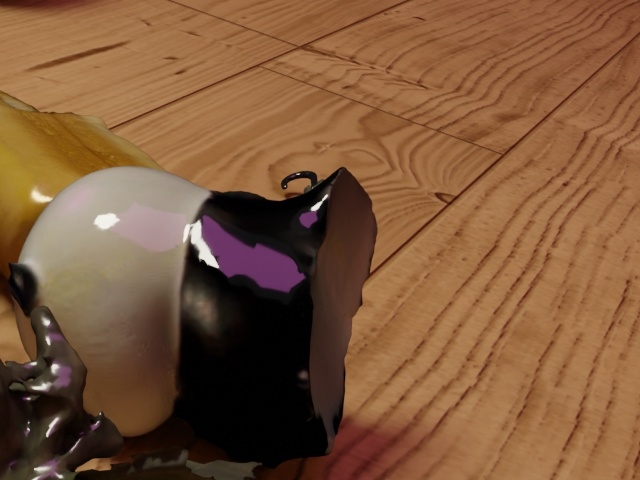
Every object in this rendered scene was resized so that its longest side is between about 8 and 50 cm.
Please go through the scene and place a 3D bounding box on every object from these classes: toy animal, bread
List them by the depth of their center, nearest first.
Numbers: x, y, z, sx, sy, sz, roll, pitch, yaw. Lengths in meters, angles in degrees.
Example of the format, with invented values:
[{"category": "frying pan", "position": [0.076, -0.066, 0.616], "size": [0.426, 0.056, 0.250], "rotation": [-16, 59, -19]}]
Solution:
[{"category": "toy animal", "position": [-0.067, 0.030, 0.893], "size": [0.179, 0.138, 0.166], "rotation": [8, 29, 4]}, {"category": "bread", "position": [-0.152, -0.017, 1.018], "size": [0.134, 0.085, 0.173], "rotation": [6, 20, -34]}]

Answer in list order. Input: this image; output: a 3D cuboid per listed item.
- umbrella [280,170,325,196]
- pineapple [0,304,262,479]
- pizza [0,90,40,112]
[{"category": "umbrella", "position": [0.005, -0.001, 1.172], "size": [0.044, 0.044, 0.269], "rotation": [-14, 25, -2]}, {"category": "pineapple", "position": [-0.197, 0.066, 0.696], "size": [0.361, 0.175, 0.175], "rotation": [34, 23, 11]}, {"category": "pizza", "position": [-0.294, -0.075, 1.136], "size": [0.262, 0.034, 0.181], "rotation": [5, 22, -29]}]
